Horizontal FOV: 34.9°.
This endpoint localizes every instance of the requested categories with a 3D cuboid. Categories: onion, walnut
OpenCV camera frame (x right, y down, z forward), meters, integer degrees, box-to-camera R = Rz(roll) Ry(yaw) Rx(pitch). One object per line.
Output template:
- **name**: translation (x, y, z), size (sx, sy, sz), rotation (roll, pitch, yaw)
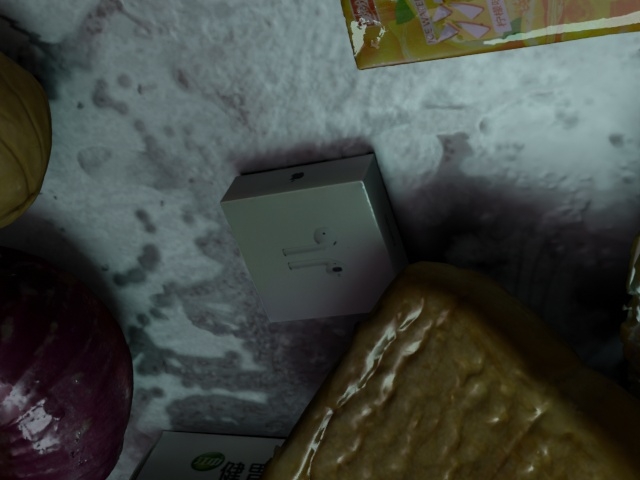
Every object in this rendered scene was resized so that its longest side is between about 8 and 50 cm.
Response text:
- **onion**: translation (-0.304, 0.121, 0.952), size (0.256, 0.272, 0.230), rotation (-8, 125, -21)
- **walnut**: translation (-0.329, -0.098, 0.828), size (0.225, 0.193, 0.193), rotation (40, 127, -13)

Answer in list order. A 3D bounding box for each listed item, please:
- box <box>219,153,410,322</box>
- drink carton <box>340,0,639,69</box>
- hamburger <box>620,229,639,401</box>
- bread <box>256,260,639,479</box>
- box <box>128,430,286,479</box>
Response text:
- **box**: translation (0.000, 0.000, 0.873), size (0.129, 0.051, 0.130), rotation (-7, 122, 23)
- **drink carton**: translation (0.125, -0.184, 0.687), size (0.222, 0.071, 0.096), rotation (-5, 123, 22)
- **hamburger**: translation (0.336, 0.059, 0.759), size (0.211, 0.132, 0.309), rotation (4, 124, 18)
- **bread**: translation (0.123, 0.222, 0.794), size (0.328, 0.148, 0.337), rotation (40, 112, 30)
- **box**: translation (-0.029, 0.315, 1.052), size (0.332, 0.145, 0.173), rotation (0, 126, 19)
